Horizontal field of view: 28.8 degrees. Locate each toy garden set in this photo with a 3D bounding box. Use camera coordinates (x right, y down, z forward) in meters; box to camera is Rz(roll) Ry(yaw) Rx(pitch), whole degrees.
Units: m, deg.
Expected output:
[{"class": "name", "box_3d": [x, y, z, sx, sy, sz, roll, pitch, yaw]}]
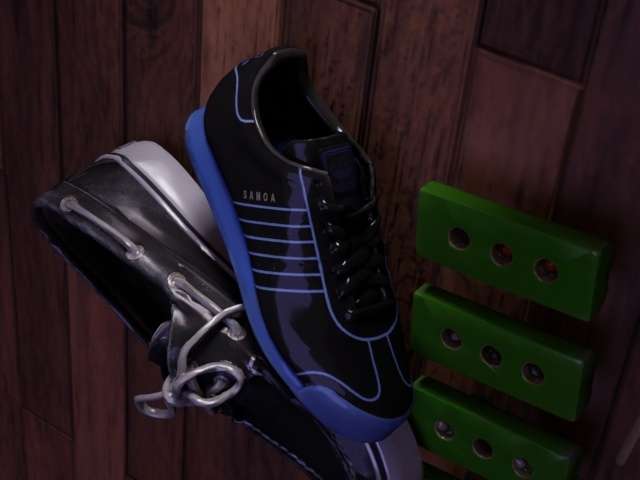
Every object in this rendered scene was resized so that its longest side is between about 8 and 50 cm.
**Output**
[{"class": "toy garden set", "box_3d": [0.148, 0.098, 0.702, 0.204, 0.049, 0.244, 22, 128, 30]}]

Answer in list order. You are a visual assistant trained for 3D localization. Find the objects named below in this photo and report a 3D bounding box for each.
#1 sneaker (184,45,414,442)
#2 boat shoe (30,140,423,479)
[{"class": "sneaker", "box_3d": [0.000, 0.000, 0.713, 0.090, 0.081, 0.232, -38, 76, 46]}, {"class": "boat shoe", "box_3d": [-0.067, 0.065, 0.789, 0.306, 0.105, 0.113, 50, 144, 12]}]
